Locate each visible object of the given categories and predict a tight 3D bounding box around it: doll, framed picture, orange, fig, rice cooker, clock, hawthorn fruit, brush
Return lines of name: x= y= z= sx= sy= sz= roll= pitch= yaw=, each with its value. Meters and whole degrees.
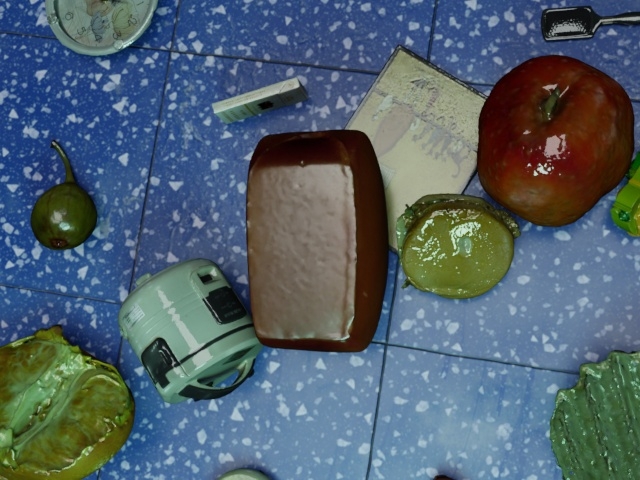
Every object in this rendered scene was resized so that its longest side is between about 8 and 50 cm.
doll: x=0.572 y=-0.096 z=1.796 sx=0.106 sy=0.134 sz=0.186 roll=35 pitch=97 yaw=46
framed picture: x=0.160 y=-0.161 z=1.928 sx=0.255 sy=0.014 sz=0.339 roll=33 pitch=90 yaw=11
orange: x=-0.499 y=0.315 z=1.867 sx=0.334 sy=0.262 sz=0.196 roll=23 pitch=128 yaw=11
fig: x=-0.494 y=-0.091 z=1.997 sx=0.124 sy=0.124 sz=0.236 roll=-16 pitch=57 yaw=7
rice cooker: x=-0.225 y=0.166 z=1.846 sx=0.226 sy=0.226 sz=0.244 roll=-32 pitch=78 yaw=4
clock: x=-0.423 y=-0.470 z=2.040 sx=0.236 sy=0.053 sz=0.237 roll=-2 pitch=81 yaw=10
hawthorn fruit: x=0.388 y=-0.182 z=1.733 sx=0.287 sy=0.330 sz=0.287 roll=-3 pitch=73 yaw=11
brush: x=0.500 y=-0.400 z=1.899 sx=0.193 sy=0.016 sz=0.063 roll=-3 pitch=84 yaw=9

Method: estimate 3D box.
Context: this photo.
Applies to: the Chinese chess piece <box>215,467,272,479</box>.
Chinese chess piece: x=-0.138 y=0.484 z=1.880 sx=0.144 sy=0.058 sz=0.144 roll=-1 pitch=85 yaw=10

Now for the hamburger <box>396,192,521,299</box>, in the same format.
hamburger: x=0.240 y=0.005 z=1.825 sx=0.215 sy=0.122 sz=0.189 roll=-1 pitch=117 yaw=5

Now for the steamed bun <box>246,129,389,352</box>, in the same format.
steamed bun: x=0.000 y=0.000 z=1.814 sx=0.235 sy=0.248 sz=0.379 roll=-1 pitch=94 yaw=13

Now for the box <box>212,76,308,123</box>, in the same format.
box: x=-0.111 y=-0.260 z=1.946 sx=0.166 sy=0.090 sz=0.024 roll=-16 pitch=80 yaw=8

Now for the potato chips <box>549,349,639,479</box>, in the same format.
potato chips: x=0.576 y=0.373 z=1.710 sx=0.358 sy=0.070 sz=0.429 roll=-17 pitch=97 yaw=19

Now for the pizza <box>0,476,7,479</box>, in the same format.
pizza: x=-0.531 y=0.436 z=1.943 sx=0.193 sy=0.069 sz=0.154 roll=-23 pitch=79 yaw=7

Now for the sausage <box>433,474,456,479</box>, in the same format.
sausage: x=0.239 y=0.470 z=1.811 sx=0.076 sy=0.076 sz=0.141 roll=-42 pitch=80 yaw=3
